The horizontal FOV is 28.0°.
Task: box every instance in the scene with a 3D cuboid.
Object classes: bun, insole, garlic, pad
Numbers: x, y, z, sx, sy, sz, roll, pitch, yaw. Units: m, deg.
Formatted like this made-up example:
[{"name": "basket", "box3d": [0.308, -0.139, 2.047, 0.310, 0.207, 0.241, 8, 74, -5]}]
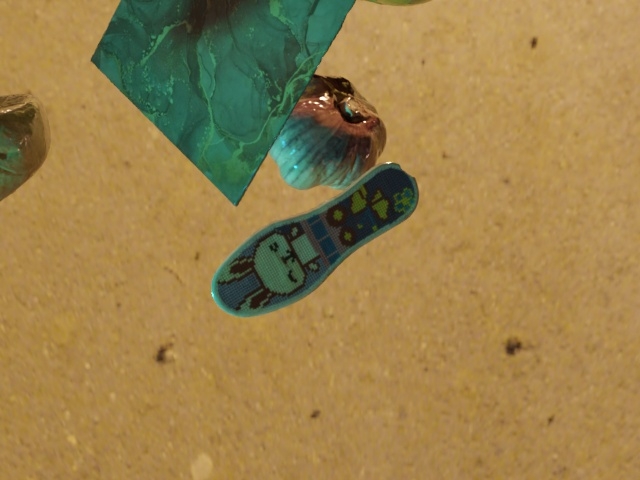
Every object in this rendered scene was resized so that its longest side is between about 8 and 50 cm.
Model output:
[{"name": "bun", "box3d": [-0.393, -0.098, 1.488, 0.173, 0.113, 0.166, -15, 16, 6]}, {"name": "insole", "box3d": [0.000, 0.000, 1.007, 0.197, 0.004, 0.065, -31, 102, -21]}, {"name": "garlic", "box3d": [0.008, -0.127, 1.441, 0.147, 0.102, 0.159, 47, 41, 13]}, {"name": "pad", "box3d": [-0.074, -0.251, 1.232, 0.247, 0.367, 0.007, 44, 27, 24]}]

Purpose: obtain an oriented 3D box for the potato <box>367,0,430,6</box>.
[{"name": "potato", "box3d": [0.054, -0.389, 1.625, 0.330, 0.212, 0.280, 24, 43, -15]}]
